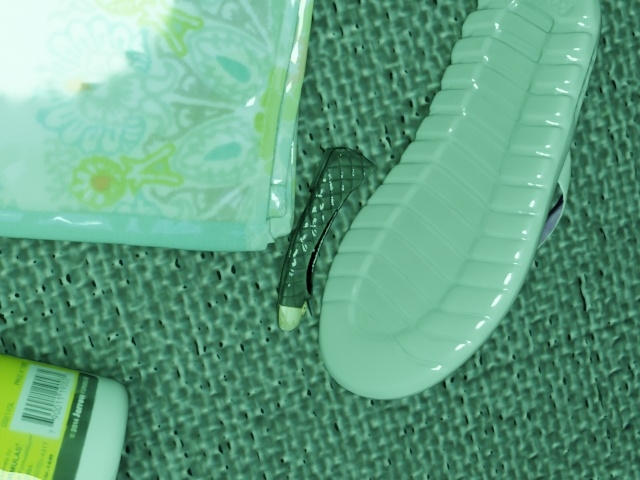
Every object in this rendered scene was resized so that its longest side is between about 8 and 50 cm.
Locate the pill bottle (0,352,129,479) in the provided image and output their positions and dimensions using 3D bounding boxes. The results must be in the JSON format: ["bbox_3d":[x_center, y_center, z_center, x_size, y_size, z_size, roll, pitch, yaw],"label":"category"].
[{"bbox_3d":[-0.329,0.162,0.679,0.333,0.188,0.188,16,93,-13],"label":"pill bottle"}]

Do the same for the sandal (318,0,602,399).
[{"bbox_3d":[0.145,-0.040,0.800,0.102,0.169,0.416,29,89,-54],"label":"sandal"}]

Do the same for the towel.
[{"bbox_3d":[-0.186,-0.157,0.710,0.374,0.090,0.321,4,103,-16],"label":"towel"}]

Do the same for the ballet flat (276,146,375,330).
[{"bbox_3d":[0.000,0.000,0.797,0.049,0.057,0.173,19,90,2],"label":"ballet flat"}]
